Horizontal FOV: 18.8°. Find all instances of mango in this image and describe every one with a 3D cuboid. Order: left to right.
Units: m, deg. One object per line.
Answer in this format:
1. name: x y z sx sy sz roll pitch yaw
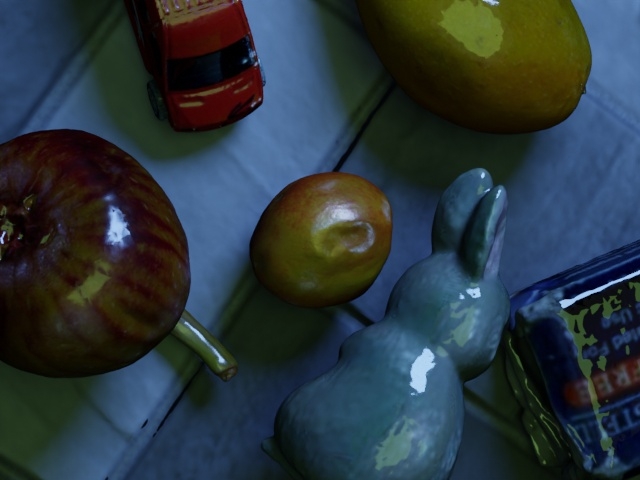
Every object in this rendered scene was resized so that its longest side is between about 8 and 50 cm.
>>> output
1. mango: 0.088 -0.178 1.366 0.138 0.113 0.253 -40 96 -10

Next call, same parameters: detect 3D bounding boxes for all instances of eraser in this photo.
1. eraser: 0.301 0.058 1.417 0.332 0.101 0.155 -22 94 -10

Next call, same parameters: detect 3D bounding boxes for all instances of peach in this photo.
1. peach: -0.001 -0.001 1.357 0.101 0.101 0.100 0 90 -12

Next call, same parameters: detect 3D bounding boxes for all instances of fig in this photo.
1. fig: -0.157 0.020 1.312 0.175 0.207 0.175 -5 76 22

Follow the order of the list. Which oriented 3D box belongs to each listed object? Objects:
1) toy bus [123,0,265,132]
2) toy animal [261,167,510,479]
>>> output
1. toy bus: -0.095 -0.173 1.340 0.081 0.089 0.195 -18 94 -11
2. toy animal: 0.078 0.077 1.343 0.127 0.125 0.251 35 94 20
